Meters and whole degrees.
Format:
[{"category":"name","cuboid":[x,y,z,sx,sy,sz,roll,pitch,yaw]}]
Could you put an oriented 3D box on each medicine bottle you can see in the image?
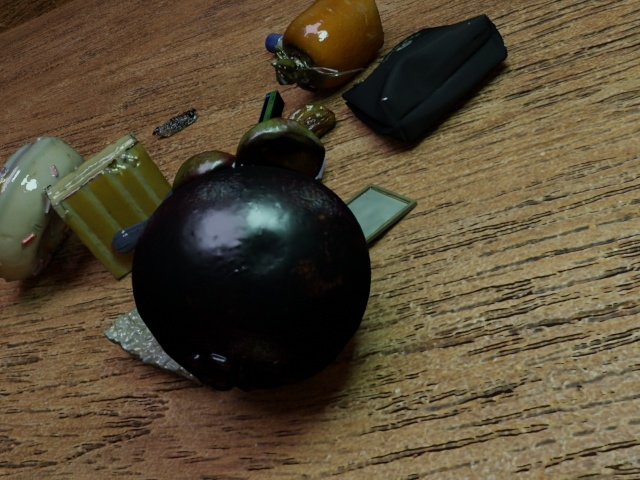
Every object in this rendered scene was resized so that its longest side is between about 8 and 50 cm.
[{"category":"medicine bottle","cuboid":[-0.067,-0.532,2.017,0.059,0.059,0.231,-46,40,-17]}]

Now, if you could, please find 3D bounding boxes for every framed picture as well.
[{"category":"framed picture","cuboid":[0.067,-0.035,1.387,0.201,0.010,0.136,-37,37,-21]}]

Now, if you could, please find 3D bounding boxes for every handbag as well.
[{"category":"handbag","cuboid":[0.201,-0.366,1.587,0.342,0.152,0.288,-41,26,-11]}]

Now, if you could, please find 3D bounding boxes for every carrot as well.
[{"category":"carrot","cuboid":[0.021,-0.473,1.783,0.331,0.214,0.193,-38,-5,-13]}]

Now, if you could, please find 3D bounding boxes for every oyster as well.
[{"category":"oyster","cuboid":[-0.404,-0.328,2.054,0.132,0.029,0.086,-45,39,-18]}]

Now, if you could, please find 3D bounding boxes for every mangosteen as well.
[{"category":"mangosteen","cuboid":[-0.095,0.020,1.160,0.382,0.382,0.435,-7,54,30]}]

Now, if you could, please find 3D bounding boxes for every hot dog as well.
[{"category":"hot dog","cuboid":[-0.034,-0.259,1.689,0.147,0.065,0.099,-36,47,-8]}]

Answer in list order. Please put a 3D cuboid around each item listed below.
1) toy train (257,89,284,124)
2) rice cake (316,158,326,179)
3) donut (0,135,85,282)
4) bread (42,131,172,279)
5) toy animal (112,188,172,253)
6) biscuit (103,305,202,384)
[{"category":"toy train","cuboid":[-0.130,-0.290,1.806,0.042,0.044,0.209,-14,41,22]},{"category":"rice cake","cuboid":[-0.118,-0.126,1.615,0.290,0.051,0.081,-11,53,29]},{"category":"donut","cuboid":[-0.676,-0.065,1.741,0.382,0.142,0.382,-62,5,9]},{"category":"bread","cuboid":[-0.443,-0.083,1.633,0.239,0.246,0.111,-41,36,-11]},{"category":"toy animal","cuboid":[-0.273,-0.083,1.536,0.367,0.081,0.206,-30,-4,43]},{"category":"biscuit","cuboid":[-0.262,0.171,1.361,0.281,0.084,0.179,17,55,43]}]
